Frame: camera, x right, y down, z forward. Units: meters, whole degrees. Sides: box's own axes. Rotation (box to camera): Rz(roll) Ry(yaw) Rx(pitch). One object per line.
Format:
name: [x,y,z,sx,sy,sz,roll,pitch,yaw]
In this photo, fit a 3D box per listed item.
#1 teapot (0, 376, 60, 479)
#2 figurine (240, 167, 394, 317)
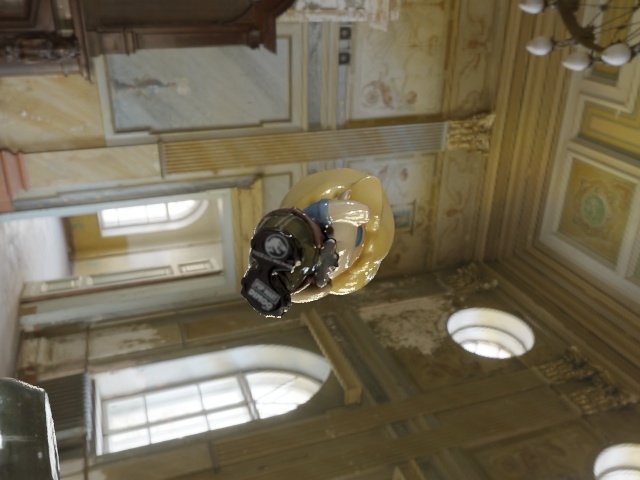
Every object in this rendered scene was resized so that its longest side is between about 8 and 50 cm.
teapot: [-0.489,0.319,0.683,0.300,0.344,0.253,117,-41,-52]
figurine: [0.000,0.000,0.473,0.196,0.108,0.114,-39,140,-74]
